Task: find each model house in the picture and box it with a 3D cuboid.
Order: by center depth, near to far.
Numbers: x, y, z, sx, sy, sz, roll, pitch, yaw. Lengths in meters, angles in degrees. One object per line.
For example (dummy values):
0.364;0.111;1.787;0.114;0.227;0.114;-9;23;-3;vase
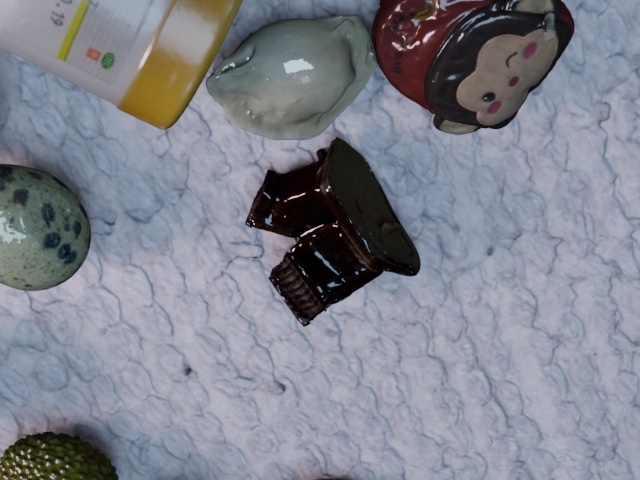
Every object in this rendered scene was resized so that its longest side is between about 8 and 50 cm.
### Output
0.001;-0.008;1.323;0.164;0.141;0.203;-26;94;30;model house

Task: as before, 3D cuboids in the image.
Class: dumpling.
-0.028;-0.183;1.234;0.181;0.111;0.155;-10;127;16;dumpling

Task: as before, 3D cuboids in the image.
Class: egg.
-0.354;-0.019;1.252;0.141;0.141;0.182;-37;132;11;egg

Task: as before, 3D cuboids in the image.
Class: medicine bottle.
-0.209;-0.268;1.104;0.232;0.238;0.238;26;109;-15;medicine bottle

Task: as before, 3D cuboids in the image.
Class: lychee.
-0.352;0.330;1.413;0.171;0.171;0.171;-2;114;-4;lychee

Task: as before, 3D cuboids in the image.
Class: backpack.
0.165;-0.238;1.215;0.229;0.139;0.229;-1;132;-1;backpack

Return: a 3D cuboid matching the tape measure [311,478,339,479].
0.001;0.430;1.498;0.182;0.107;0.181;22;106;4;tape measure
